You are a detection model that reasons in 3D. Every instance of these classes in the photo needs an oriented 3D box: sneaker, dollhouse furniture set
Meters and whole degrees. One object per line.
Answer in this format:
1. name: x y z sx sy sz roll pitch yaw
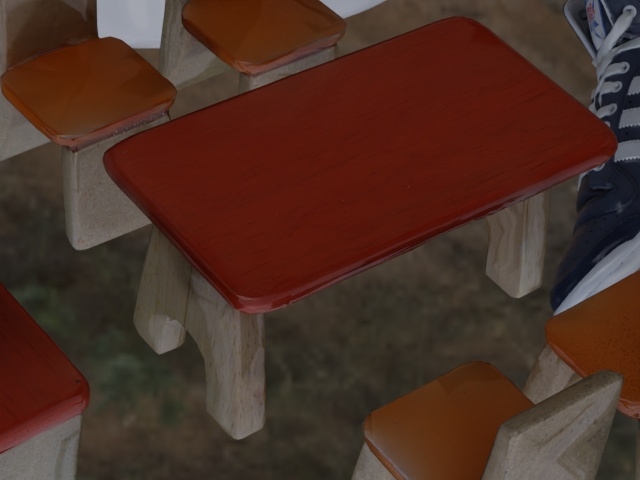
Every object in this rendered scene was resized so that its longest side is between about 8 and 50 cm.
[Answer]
1. sneaker: 0.191 -0.082 1.204 0.153 0.282 0.099 38 161 4
2. dollhouse furniture set: -0.028 -0.008 0.568 0.259 0.262 0.135 -25 141 -31

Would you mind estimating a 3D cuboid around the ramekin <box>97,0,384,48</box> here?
1. ramekin: -0.064 -0.199 0.958 0.277 0.277 0.135 -2 116 6
